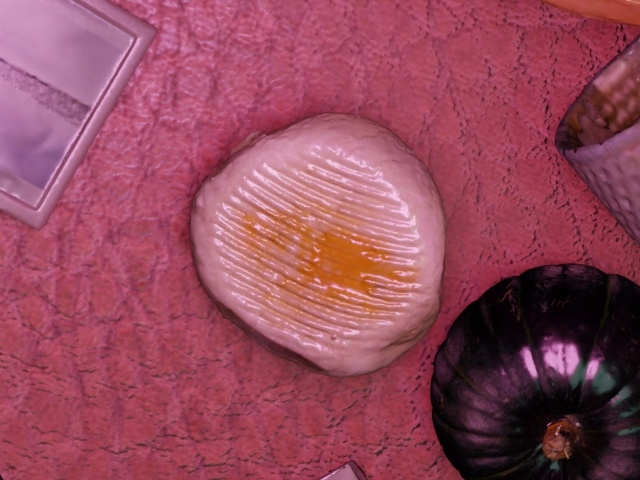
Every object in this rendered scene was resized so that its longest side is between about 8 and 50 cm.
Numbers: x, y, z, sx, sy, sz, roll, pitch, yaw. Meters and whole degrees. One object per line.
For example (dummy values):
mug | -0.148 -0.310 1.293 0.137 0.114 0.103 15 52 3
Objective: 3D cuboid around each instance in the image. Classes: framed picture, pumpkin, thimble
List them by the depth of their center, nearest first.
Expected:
framed picture | -0.315 -0.167 1.546 0.289 0.016 0.213 31 89 -23
thimble | 0.354 -0.109 1.588 0.271 0.271 0.150 -42 102 -2
pumpkin | 0.224 0.146 1.645 0.250 0.216 0.249 5 113 11

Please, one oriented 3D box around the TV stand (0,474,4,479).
TV stand | -0.338 0.175 1.618 0.036 0.042 0.249 -27 104 -3

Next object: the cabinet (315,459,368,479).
cabinet | 0.031 0.346 1.672 0.150 0.145 0.206 -30 104 -5

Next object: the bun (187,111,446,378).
bun | 0.000 0.000 1.599 0.244 0.153 0.243 1 98 9

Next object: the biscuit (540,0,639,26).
biscuit | 0.273 -0.331 1.518 0.385 0.062 0.365 4 55 -4
